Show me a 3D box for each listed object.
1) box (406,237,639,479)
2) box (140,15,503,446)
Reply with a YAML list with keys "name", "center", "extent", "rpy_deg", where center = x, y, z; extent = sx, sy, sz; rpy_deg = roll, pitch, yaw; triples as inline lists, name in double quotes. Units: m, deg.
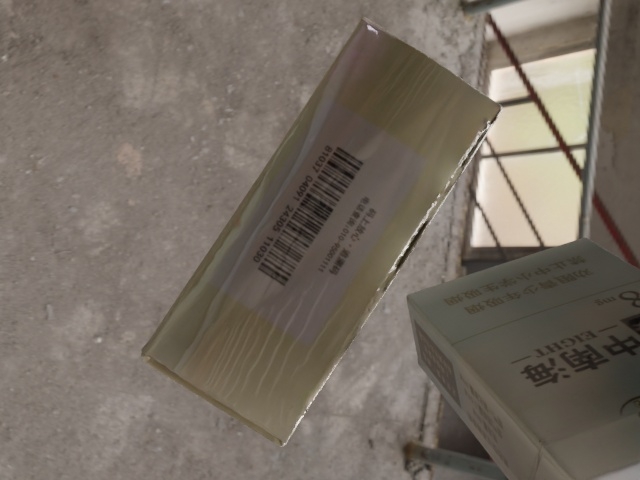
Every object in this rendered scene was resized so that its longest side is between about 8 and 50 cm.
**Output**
- name: "box"
  center: [0.167, 0.084, 0.528]
  extent: [0.155, 0.243, 0.067]
  rpy_deg: [-18, 112, -7]
- name: "box"
  center: [0.000, 0.000, 0.504]
  extent: [0.095, 0.168, 0.212]
  rpy_deg: [33, 85, -1]
